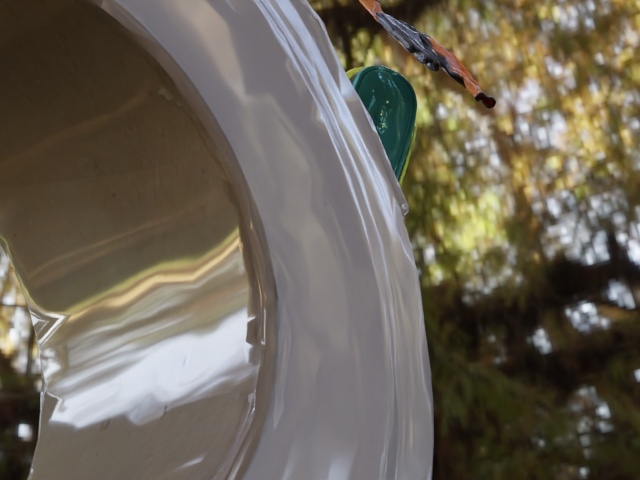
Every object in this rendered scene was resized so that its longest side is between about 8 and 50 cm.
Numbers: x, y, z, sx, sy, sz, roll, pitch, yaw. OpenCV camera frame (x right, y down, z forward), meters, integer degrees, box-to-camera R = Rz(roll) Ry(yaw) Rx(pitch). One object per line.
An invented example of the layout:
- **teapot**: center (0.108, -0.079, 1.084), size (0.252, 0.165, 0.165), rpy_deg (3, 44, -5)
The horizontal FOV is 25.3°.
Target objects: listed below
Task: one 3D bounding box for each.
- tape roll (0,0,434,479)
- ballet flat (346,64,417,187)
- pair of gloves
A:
- **tape roll**: center (-0.095, 0.014, 0.342), size (0.100, 0.286, 0.286), rpy_deg (-23, -45, 37)
- **ballet flat**: center (0.000, 0.000, 0.811), size (0.077, 0.231, 0.077), rpy_deg (32, -36, -18)
- **pair of gloves**: center (0.063, -0.111, 0.828), size (0.083, 0.074, 0.010), rpy_deg (23, -67, -48)
